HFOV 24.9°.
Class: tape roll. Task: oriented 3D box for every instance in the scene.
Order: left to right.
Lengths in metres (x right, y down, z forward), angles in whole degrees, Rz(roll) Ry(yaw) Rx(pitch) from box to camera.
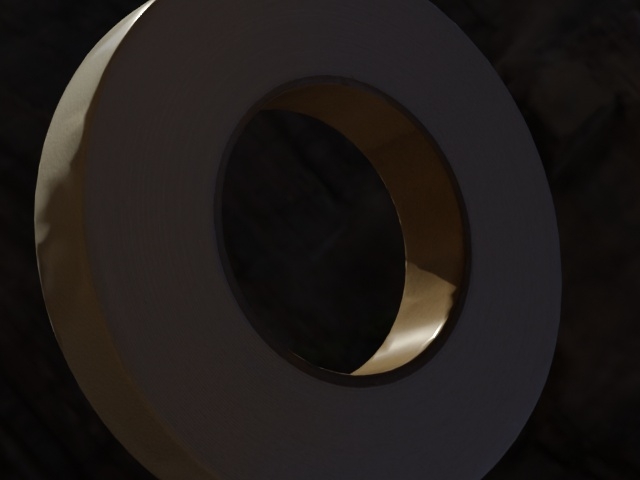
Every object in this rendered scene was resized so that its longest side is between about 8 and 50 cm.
[{"bbox_3d":[0.000,0.000,0.969,0.392,0.392,0.072,53,-35,-13],"label":"tape roll"}]
